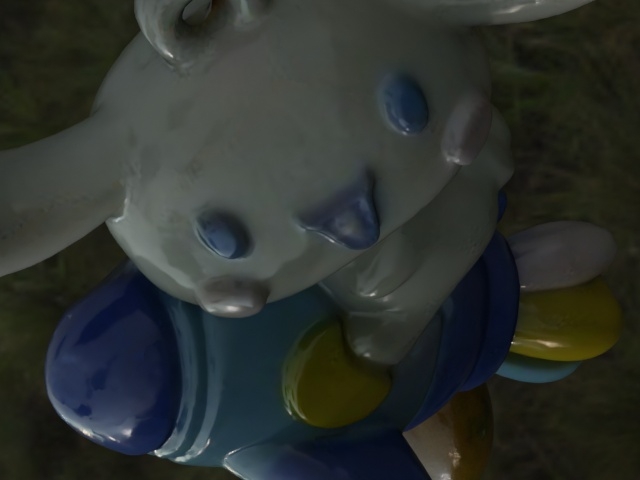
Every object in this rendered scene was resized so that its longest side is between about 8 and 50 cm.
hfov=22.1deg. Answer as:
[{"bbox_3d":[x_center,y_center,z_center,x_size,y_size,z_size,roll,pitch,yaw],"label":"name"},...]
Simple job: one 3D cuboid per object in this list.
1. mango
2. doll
[{"bbox_3d":[0.092,0.153,1.353,0.111,0.089,0.163,-4,112,40],"label":"mango"},{"bbox_3d":[0.000,0.007,0.763,0.366,0.376,0.187,68,-165,-49],"label":"doll"}]
